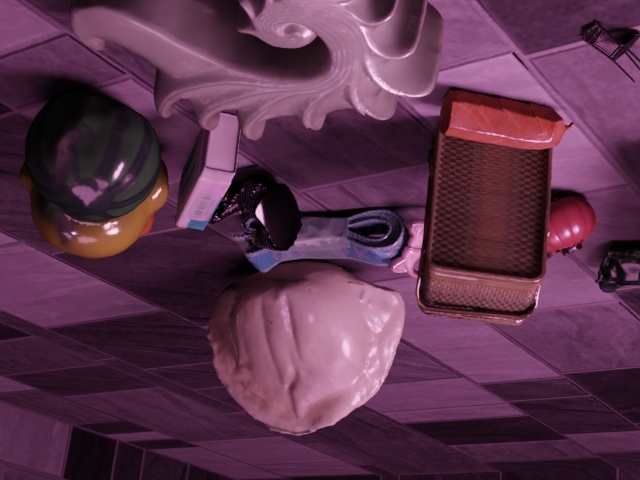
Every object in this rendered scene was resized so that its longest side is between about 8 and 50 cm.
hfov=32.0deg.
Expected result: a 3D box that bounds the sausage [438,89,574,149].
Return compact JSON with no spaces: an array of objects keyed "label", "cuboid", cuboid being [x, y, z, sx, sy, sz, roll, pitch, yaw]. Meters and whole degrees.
[{"label":"sausage","cuboid":[0.244,-0.155,1.467,0.169,0.065,0.065,9,157,-10]}]

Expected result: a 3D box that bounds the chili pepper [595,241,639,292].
[{"label":"chili pepper","cuboid":[0.565,0.043,1.861,0.216,0.062,0.108,-5,155,20]}]

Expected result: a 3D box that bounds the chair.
[{"label":"chair","cuboid":[0.351,-0.228,1.304,0.086,0.042,0.037,43,154,5]}]

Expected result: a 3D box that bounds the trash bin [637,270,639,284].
[{"label":"trash bin","cuboid":[0.580,0.046,1.592,0.259,0.295,0.381,-5,149,18]}]

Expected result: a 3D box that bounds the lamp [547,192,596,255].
[{"label":"lamp","cuboid":[0.367,-0.024,1.706,0.107,0.092,0.107,-25,175,-2]}]

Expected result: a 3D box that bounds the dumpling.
[{"label":"dumpling","cuboid":[-0.048,0.192,2.037,0.395,0.315,0.233,5,165,25]}]

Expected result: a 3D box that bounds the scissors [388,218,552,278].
[{"label":"scissors","cuboid":[0.263,0.018,1.848,0.318,0.024,0.160,4,124,-30]}]

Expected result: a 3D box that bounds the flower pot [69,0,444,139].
[{"label":"flower pot","cuboid":[-0.066,-0.235,1.215,0.368,0.164,0.254,-7,148,28]}]

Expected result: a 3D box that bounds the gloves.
[{"label":"gloves","cuboid":[-0.109,-0.053,1.777,0.129,0.106,0.181,26,179,-37]}]

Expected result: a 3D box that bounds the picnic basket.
[{"label":"picnic basket","cuboid":[0.221,-0.024,1.525,0.165,0.266,0.139,7,152,2]}]

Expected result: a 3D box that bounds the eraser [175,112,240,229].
[{"label":"eraser","cuboid":[-0.168,-0.098,1.652,0.052,0.095,0.225,11,157,-13]}]

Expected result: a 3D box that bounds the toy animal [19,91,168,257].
[{"label":"toy animal","cuboid":[-0.329,-0.078,1.614,0.216,0.191,0.338,10,157,-8]}]

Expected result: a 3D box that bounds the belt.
[{"label":"belt","cuboid":[0.000,0.000,1.856,0.302,0.087,0.072,-3,157,19]}]
